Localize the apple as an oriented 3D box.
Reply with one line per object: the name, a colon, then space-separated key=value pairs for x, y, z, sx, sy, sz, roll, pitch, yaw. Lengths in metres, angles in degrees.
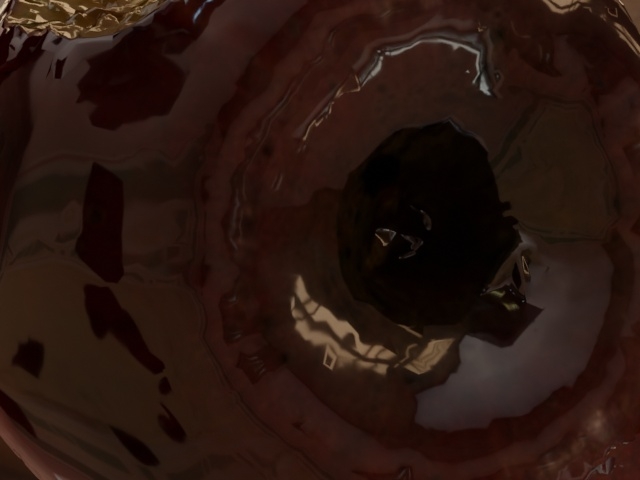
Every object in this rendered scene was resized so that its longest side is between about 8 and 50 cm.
apple: x=-0.003 y=0.006 z=0.410 sx=0.156 sy=0.147 sz=0.158 roll=16 pitch=177 yaw=-17
